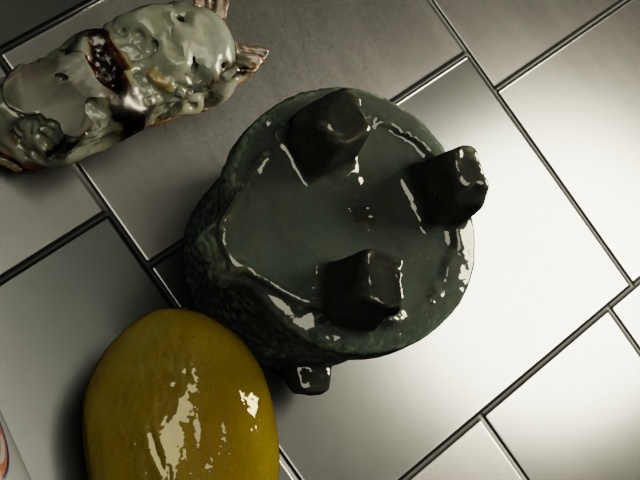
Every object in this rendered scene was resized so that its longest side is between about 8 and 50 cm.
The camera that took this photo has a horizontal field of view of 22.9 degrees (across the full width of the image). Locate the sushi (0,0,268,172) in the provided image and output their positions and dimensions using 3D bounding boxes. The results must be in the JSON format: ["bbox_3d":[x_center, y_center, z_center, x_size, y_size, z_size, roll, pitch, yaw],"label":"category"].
[{"bbox_3d":[-0.218,-0.160,1.642,0.332,0.130,0.124,-27,85,-29],"label":"sushi"}]

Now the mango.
[{"bbox_3d":[-0.132,0.228,1.553,0.195,0.142,0.332,-4,82,-22],"label":"mango"}]

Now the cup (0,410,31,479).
[{"bbox_3d":[-0.388,0.177,1.402,0.212,0.212,0.317,-21,81,-30],"label":"cup"}]

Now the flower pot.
[{"bbox_3d":[0.000,0.000,1.605,0.299,0.283,0.299,9,70,-24],"label":"flower pot"}]
